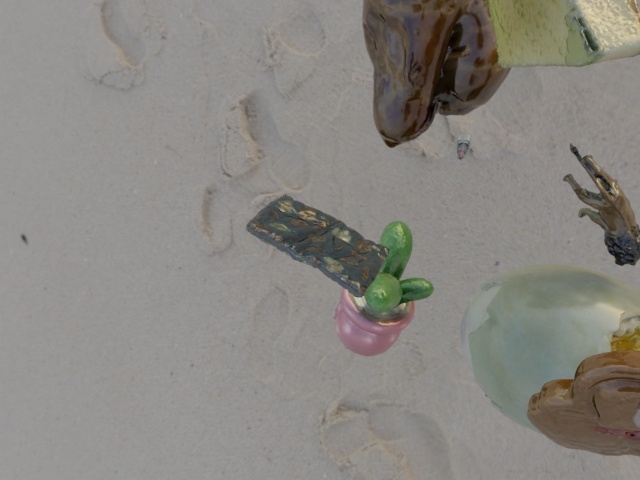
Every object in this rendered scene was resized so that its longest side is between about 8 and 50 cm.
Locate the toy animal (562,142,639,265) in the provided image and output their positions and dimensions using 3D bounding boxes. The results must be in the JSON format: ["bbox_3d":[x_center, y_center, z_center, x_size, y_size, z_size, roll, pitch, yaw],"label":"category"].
[{"bbox_3d":[0.398,-0.057,0.746,0.069,0.086,0.220,-36,114,18],"label":"toy animal"}]

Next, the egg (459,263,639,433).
[{"bbox_3d":[0.384,0.177,0.884,0.336,0.278,0.278,4,88,58],"label":"egg"}]

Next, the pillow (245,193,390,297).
[{"bbox_3d":[-0.001,-0.002,0.999,0.256,0.189,0.034,28,122,7],"label":"pillow"}]

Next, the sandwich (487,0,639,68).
[{"bbox_3d":[0.206,-0.205,0.485,0.058,0.162,0.192,-13,72,0],"label":"sandwich"}]

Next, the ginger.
[{"bbox_3d":[0.169,-0.357,0.751,0.254,0.176,0.418,-19,117,-14],"label":"ginger"}]

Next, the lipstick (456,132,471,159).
[{"bbox_3d":[0.285,-0.185,1.060,0.025,0.107,0.025,6,123,18],"label":"lipstick"}]

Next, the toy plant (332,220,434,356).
[{"bbox_3d":[0.156,0.164,1.406,0.211,0.317,0.356,26,134,1],"label":"toy plant"}]

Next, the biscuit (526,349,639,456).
[{"bbox_3d":[0.338,0.160,0.493,0.186,0.044,0.295,39,139,-13],"label":"biscuit"}]
